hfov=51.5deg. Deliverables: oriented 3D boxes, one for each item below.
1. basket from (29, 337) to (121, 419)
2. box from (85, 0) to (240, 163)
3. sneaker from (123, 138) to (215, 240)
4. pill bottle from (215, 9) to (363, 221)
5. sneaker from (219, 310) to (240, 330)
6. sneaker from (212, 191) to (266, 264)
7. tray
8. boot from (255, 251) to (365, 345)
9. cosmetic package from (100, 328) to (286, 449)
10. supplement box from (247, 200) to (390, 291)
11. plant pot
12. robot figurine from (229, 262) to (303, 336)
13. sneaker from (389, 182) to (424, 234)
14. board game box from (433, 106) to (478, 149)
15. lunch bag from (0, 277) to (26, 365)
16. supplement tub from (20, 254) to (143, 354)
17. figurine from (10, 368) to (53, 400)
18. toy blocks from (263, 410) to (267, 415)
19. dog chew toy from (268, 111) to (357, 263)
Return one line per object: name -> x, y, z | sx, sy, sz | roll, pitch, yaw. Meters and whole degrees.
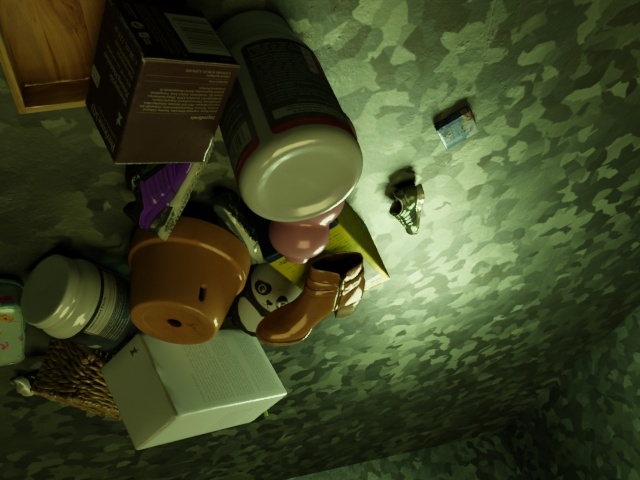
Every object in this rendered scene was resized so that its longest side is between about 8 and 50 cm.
basket -> -0.560, 0.341, 1.751 | 0.213, 0.223, 0.299 | 1, 154, 29
box -> -0.263, -0.254, 1.084 | 0.167, 0.168, 0.203 | -7, 140, -38
sneaker -> -0.328, -0.144, 1.379 | 0.146, 0.102, 0.293 | 27, 113, -9
pill bottle -> -0.077, -0.228, 1.162 | 0.210, 0.363, 0.210 | -14, 145, -10
sneaker -> -0.299, 0.268, 1.963 | 0.275, 0.107, 0.110 | -14, 154, -10
sneaker -> -0.214, -0.008, 1.621 | 0.122, 0.110, 0.283 | -20, 146, 5
tray -> -0.416, -0.387, 1.026 | 0.202, 0.076, 0.411 | -11, 145, -15
boot -> -0.021, 0.136, 1.568 | 0.283, 0.109, 0.220 | -14, 146, -13
cosmetic package -> -0.312, 0.369, 1.726 | 0.161, 0.230, 0.453 | -41, 156, 20
supplement box -> 0.000, 0.000, 1.666 | 0.194, 0.195, 0.356 | -29, 144, 12
plant pot -> -0.323, 0.109, 1.556 | 0.290, 0.203, 0.291 | 5, 143, 4
robot figurine -> -0.145, 0.160, 1.808 | 0.209, 0.174, 0.278 | 1, 150, -33
sneaker -> 0.226, -0.081, 1.797 | 0.086, 0.064, 0.192 | -8, 144, -6
board game box -> 0.333, -0.273, 1.621 | 0.090, 0.020, 0.090 | -30, 146, 13
lunch bag -> -0.822, 0.197, 1.580 | 0.224, 0.108, 0.279 | -1, 140, -22
supplement tub -> -0.549, 0.157, 1.593 | 0.191, 0.191, 0.272 | -33, 144, 17
figurine -> -0.761, 0.412, 1.897 | 0.209, 0.092, 0.215 | 20, 152, -35
toy blocks -> -0.324, 0.514, 2.174 | 0.260, 0.191, 0.381 | -16, 174, -7
dog chew toy -> -0.033, -0.117, 1.388 | 0.206, 0.206, 0.332 | 1, 101, -28
